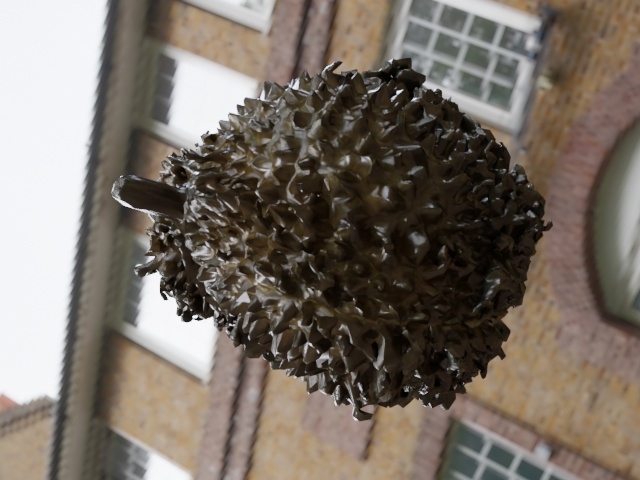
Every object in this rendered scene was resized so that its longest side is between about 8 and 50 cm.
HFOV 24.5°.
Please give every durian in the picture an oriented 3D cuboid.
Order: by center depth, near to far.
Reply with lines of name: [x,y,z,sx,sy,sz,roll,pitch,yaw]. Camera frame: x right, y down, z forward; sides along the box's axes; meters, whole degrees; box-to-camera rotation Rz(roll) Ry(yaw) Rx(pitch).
durian: [0.000,0.000,0.668,0.196,0.196,0.167,50,-135,-57]
